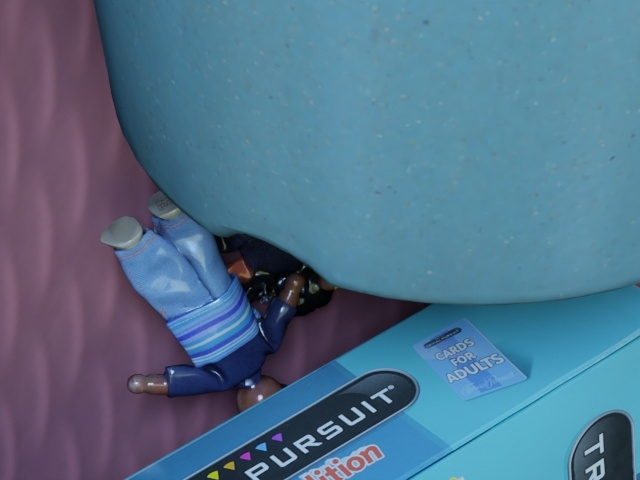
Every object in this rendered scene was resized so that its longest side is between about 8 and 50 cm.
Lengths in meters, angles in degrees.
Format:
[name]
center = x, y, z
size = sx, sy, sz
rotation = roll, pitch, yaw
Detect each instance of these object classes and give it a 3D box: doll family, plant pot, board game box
[doll family]
center = 0.000, 0.000, 0.795
size = 0.193, 0.076, 0.111
rotation = -28, 119, 2
[plant pot]
center = 0.053, -0.182, 0.589
size = 0.341, 0.341, 0.334
rotation = -10, 131, -11
[board game box]
center = -0.001, 0.185, 0.773
size = 0.336, 0.079, 0.253
rotation = -28, 129, -26
